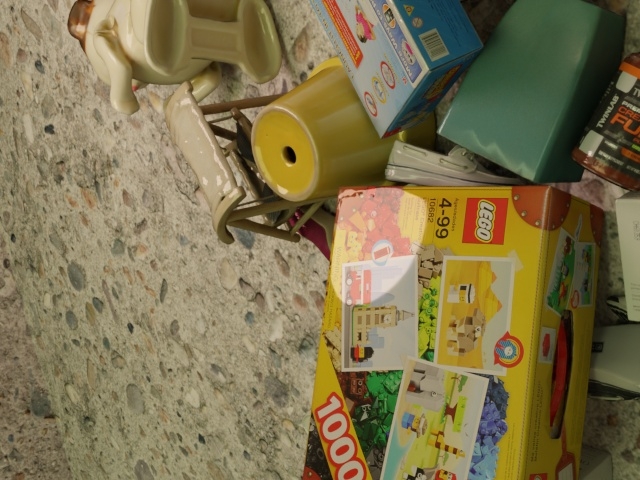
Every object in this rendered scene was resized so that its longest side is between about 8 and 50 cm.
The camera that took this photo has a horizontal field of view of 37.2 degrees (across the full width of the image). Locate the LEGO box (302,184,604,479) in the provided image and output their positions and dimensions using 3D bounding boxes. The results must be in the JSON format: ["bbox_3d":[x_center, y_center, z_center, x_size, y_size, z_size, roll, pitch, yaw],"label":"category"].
[{"bbox_3d":[0.195,0.179,1.432,0.373,0.193,0.499,2,83,39],"label":"LEGO box"}]

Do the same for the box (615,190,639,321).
[{"bbox_3d":[0.503,0.015,1.250,0.181,0.119,0.181,6,114,47],"label":"box"}]

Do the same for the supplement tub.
[{"bbox_3d":[0.416,-0.170,1.233,0.106,0.106,0.197,36,109,31],"label":"supplement tub"}]

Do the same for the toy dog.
[{"bbox_3d":[-0.329,-0.422,1.837,0.408,0.285,0.395,-9,94,51],"label":"toy dog"}]

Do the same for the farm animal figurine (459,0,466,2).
[{"bbox_3d":[0.185,-0.485,1.303,0.330,0.172,0.326,45,157,52],"label":"farm animal figurine"}]

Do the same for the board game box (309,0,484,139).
[{"bbox_3d":[0.086,-0.336,1.373,0.308,0.086,0.302,63,168,6],"label":"board game box"}]

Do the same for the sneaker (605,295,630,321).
[{"bbox_3d":[0.469,0.096,1.402,0.040,0.043,0.109,43,166,-28],"label":"sneaker"}]

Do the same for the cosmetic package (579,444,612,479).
[{"bbox_3d":[0.329,0.426,1.576,0.224,0.225,0.138,10,117,45],"label":"cosmetic package"}]

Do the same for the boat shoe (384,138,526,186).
[{"bbox_3d":[0.213,-0.113,1.485,0.226,0.083,0.075,10,94,11],"label":"boat shoe"}]

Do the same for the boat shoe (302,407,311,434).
[{"bbox_3d":[0.056,0.475,2.003,0.302,0.103,0.113,44,136,24],"label":"boat shoe"}]

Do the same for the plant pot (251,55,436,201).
[{"bbox_3d":[0.024,-0.175,1.596,0.254,0.239,0.254,25,128,38],"label":"plant pot"}]

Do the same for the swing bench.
[{"bbox_3d":[-0.141,-0.136,1.734,0.165,0.255,0.253,-47,59,38],"label":"swing bench"}]

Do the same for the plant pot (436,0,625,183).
[{"bbox_3d":[0.305,-0.219,1.303,0.166,0.165,0.234,31,110,30],"label":"plant pot"}]

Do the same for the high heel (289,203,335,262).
[{"bbox_3d":[0.000,0.000,1.835,0.244,0.082,0.117,54,140,14],"label":"high heel"}]

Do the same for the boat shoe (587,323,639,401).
[{"bbox_3d":[0.445,0.196,1.435,0.301,0.108,0.102,-3,140,36],"label":"boat shoe"}]
